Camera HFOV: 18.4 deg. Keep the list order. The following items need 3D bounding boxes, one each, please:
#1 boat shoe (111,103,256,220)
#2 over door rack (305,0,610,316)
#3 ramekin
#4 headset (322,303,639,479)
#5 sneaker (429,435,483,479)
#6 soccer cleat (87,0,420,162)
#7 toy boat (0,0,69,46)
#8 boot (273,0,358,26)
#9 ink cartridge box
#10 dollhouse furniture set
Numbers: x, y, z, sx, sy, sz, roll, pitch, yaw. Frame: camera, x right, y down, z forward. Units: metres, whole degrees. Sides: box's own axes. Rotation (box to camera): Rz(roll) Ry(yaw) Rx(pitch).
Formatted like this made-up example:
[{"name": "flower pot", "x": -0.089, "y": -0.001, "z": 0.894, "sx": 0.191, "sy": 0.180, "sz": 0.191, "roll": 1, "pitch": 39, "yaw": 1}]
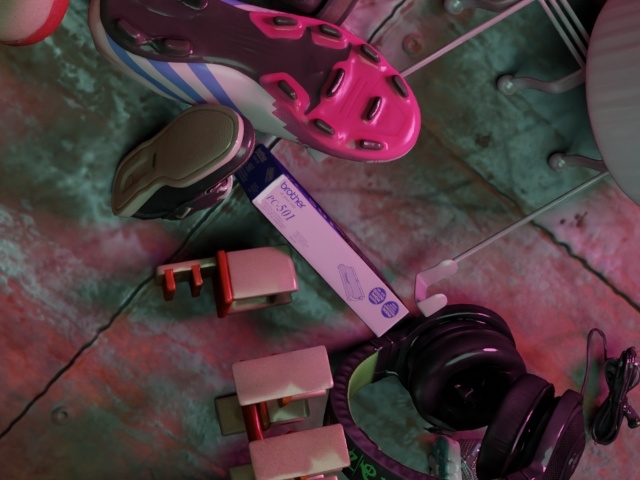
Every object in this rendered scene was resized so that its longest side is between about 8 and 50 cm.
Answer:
[{"name": "boat shoe", "x": -0.118, "y": -0.070, "z": 1.882, "sx": 0.079, "sy": 0.233, "sz": 0.084, "roll": 18, "pitch": 67, "yaw": -26}, {"name": "over door rack", "x": 0.165, "y": -0.117, "z": 1.988, "sx": 0.324, "sy": 0.108, "sz": 0.239, "roll": -36, "pitch": 116, "yaw": 3}, {"name": "ramekin", "x": 0.382, "y": -0.148, "z": 1.926, "sx": 0.277, "sy": 0.135, "sz": 0.277, "roll": 5, "pitch": 82, "yaw": -43}, {"name": "headset", "x": 0.182, "y": 0.192, "z": 2.063, "sx": 0.394, "sy": 0.243, "sz": 0.185, "roll": -17, "pitch": 134, "yaw": -32}, {"name": "sneaker", "x": 0.163, "y": 0.291, "z": 2.177, "sx": 0.076, "sy": 0.065, "sz": 0.166, "roll": -7, "pitch": 114, "yaw": -17}, {"name": "soccer cleat", "x": -0.064, "y": -0.164, "z": 1.877, "sx": 0.331, "sy": 0.143, "sz": 0.116, "roll": 24, "pitch": 76, "yaw": -9}, {"name": "toy boat", "x": -0.258, "y": -0.289, "z": 1.797, "sx": 0.151, "sy": 0.151, "sz": 0.231, "roll": 11, "pitch": 93, "yaw": -59}, {"name": "boot", "x": -0.041, "y": -0.330, "z": 1.856, "sx": 0.229, "sy": 0.091, "sz": 0.263, "roll": 20, "pitch": 107, "yaw": -22}, {"name": "ink cartridge box", "x": 0.000, "y": 0.000, "z": 1.995, "sx": 0.046, "sy": 0.097, "sz": 0.207, "roll": -41, "pitch": 116, "yaw": 3}, {"name": "dollhouse furniture set", "x": -0.075, "y": 0.144, "z": 1.965, "sx": 0.135, "sy": 0.262, "sz": 0.259, "roll": -11, "pitch": 80, "yaw": -9}]
